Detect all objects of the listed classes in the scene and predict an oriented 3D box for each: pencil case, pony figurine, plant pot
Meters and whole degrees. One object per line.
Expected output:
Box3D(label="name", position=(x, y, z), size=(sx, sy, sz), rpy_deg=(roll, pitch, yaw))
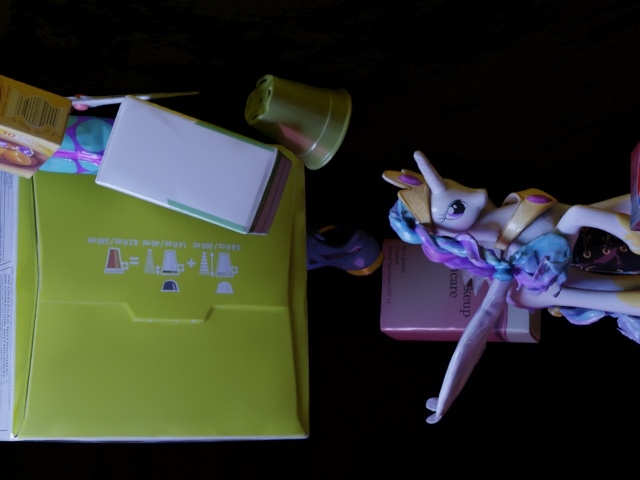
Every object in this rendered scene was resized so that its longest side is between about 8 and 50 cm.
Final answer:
Box3D(label="pencil case", position=(-0.276, -0.096, 1.496), size=(0.152, 0.064, 0.070), rpy_deg=(3, -153, -8))
Box3D(label="pony figurine", position=(0.251, 0.032, 1.783), size=(0.364, 0.302, 0.351), rpy_deg=(5, 139, 4))
Box3D(label="plant pot", position=(-0.026, -0.120, 1.398), size=(0.079, 0.083, 0.083), rpy_deg=(22, 163, -26))

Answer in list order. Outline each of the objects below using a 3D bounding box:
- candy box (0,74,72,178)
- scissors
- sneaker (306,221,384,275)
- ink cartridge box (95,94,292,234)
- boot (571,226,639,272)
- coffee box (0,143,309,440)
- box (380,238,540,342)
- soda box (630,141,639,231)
Box3D(label="candy box", position=(-0.332, -0.120, 1.344), size=(0.187, 0.053, 0.109), rpy_deg=(17, 159, -23))
Box3D(label="scissors", position=(-0.262, -0.138, 1.490), size=(0.297, 0.021, 0.109), rpy_deg=(-3, 168, 40))
Box3D(label="sneaker", position=(0.000, 0.000, 2.186), size=(0.209, 0.069, 0.082), rpy_deg=(6, 143, 46))
Box3D(label="ink cartridge box", position=(-0.118, -0.069, 1.462), size=(0.154, 0.093, 0.212), rpy_deg=(19, -178, 2))
Box3D(label="boot", position=(0.388, -0.007, 1.930), size=(0.236, 0.085, 0.178), rpy_deg=(2, 168, -16))
Box3D(label="coffee box", position=(-0.228, 0.066, 1.725), size=(0.338, 0.338, 0.334), rpy_deg=(3, 172, -24))
Box3D(label="box", position=(0.218, 0.077, 2.281), size=(0.232, 0.148, 0.127), rpy_deg=(-1, 169, 15))
Box3D(label="soda box", position=(0.370, -0.072, 1.484), size=(0.083, 0.092, 0.263), rpy_deg=(3, 171, 3))
